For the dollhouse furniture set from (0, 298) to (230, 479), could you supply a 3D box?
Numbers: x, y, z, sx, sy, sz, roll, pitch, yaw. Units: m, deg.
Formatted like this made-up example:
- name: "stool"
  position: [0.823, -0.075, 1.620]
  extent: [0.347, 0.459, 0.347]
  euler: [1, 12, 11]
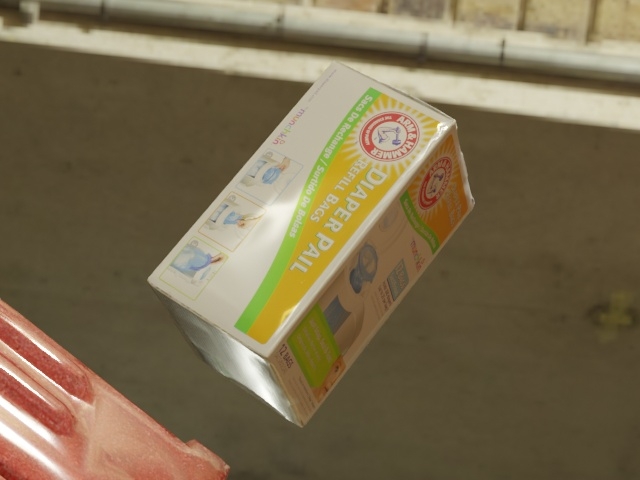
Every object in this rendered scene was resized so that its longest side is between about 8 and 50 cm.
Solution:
- name: "dollhouse furniture set"
  position: [-0.228, 0.047, 0.367]
  extent: [0.201, 0.374, 0.152]
  euler: [-43, -167, 18]

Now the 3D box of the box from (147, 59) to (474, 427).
- name: "box"
  position: [0.000, 0.000, 0.910]
  extent: [0.203, 0.103, 0.114]
  euler: [-51, 152, -18]
